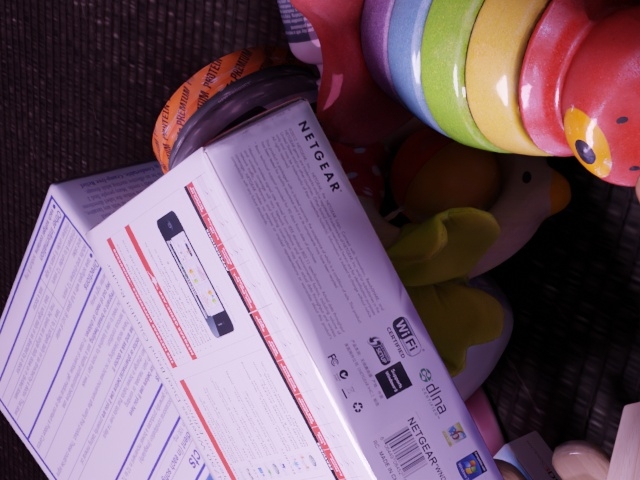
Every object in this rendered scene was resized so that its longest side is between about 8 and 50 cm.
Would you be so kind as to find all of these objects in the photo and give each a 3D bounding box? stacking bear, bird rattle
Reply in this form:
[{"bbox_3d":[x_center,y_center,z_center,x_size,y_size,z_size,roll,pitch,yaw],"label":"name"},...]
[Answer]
[{"bbox_3d":[0.141,-0.120,1.214,0.289,0.164,0.175,26,142,42],"label":"stacking bear"},{"bbox_3d":[0.063,-0.026,1.383,0.253,0.207,0.143,42,157,44],"label":"bird rattle"}]

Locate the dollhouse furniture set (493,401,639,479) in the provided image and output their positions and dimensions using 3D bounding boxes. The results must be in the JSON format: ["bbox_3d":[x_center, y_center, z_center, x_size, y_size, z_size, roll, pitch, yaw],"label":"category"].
[{"bbox_3d":[0.165,0.218,1.279,0.242,0.212,0.161,-18,124,35],"label":"dollhouse furniture set"}]

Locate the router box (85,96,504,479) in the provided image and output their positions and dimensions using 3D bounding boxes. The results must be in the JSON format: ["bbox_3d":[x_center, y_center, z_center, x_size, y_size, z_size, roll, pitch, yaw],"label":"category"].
[{"bbox_3d":[-0.019,0.097,1.309,0.335,0.082,0.301,62,157,-1],"label":"router box"}]

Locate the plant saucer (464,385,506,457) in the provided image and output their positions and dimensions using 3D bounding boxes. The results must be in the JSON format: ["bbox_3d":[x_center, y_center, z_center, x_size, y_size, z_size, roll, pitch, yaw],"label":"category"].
[{"bbox_3d":[0.057,0.198,1.707,0.332,0.084,0.332,44,144,45],"label":"plant saucer"}]

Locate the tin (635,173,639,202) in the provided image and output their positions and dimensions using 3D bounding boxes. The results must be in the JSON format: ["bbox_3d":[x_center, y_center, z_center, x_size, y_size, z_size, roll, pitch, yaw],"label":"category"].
[{"bbox_3d":[0.236,-0.057,1.016,0.040,0.106,0.190,62,154,19],"label":"tin"}]

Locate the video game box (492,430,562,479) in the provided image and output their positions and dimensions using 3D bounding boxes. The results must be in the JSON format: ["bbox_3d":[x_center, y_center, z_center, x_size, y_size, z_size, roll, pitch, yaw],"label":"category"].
[{"bbox_3d":[0.162,0.284,1.502,0.187,0.048,0.205,51,131,17],"label":"video game box"}]

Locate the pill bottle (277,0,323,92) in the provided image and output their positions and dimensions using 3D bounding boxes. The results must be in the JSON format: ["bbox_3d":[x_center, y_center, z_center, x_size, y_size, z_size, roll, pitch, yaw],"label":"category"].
[{"bbox_3d":[0.019,-0.193,1.464,0.108,0.108,0.180,7,114,63],"label":"pill bottle"}]

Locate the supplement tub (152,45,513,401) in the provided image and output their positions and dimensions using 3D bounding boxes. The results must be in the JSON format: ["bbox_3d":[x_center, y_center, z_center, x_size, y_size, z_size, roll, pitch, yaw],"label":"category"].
[{"bbox_3d":[0.000,0.000,1.545,0.316,0.193,0.194,56,152,29],"label":"supplement tub"}]

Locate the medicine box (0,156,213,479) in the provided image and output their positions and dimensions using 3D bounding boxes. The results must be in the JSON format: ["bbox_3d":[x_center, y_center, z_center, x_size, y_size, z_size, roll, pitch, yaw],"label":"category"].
[{"bbox_3d":[-0.146,0.120,1.693,0.289,0.149,0.263,49,134,24],"label":"medicine box"}]
